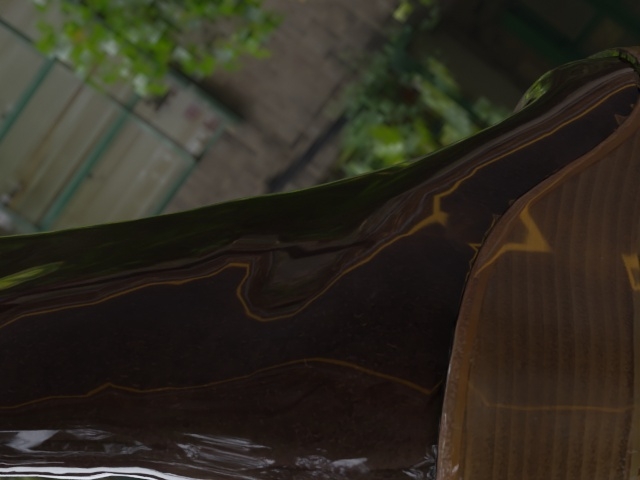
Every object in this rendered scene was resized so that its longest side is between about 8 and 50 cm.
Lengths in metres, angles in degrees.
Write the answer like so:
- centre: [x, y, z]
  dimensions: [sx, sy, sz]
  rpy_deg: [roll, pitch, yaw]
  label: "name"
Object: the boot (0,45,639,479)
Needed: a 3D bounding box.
- centre: [0.000, 0.000, 0.486]
  dimensions: [0.207, 0.090, 0.248]
  rpy_deg: [2, -160, 3]
  label: "boot"
